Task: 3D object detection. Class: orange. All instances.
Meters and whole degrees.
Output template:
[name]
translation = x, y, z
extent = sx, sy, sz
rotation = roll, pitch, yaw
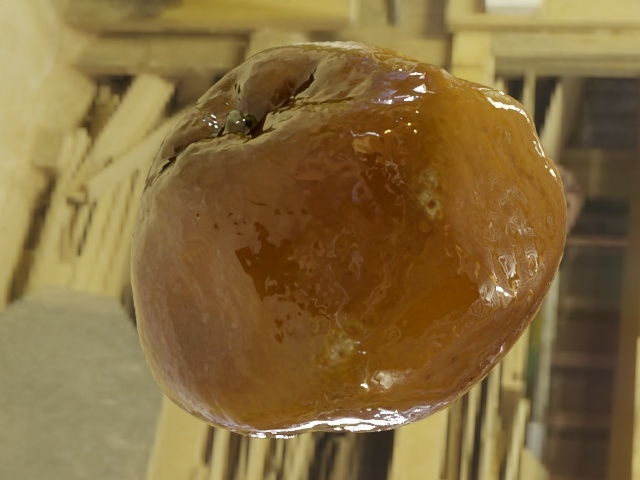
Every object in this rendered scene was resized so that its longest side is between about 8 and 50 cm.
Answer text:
[orange]
translation = 0.000, 0.000, 0.773
extent = 0.183, 0.249, 0.249
rotation = 42, 35, -21
